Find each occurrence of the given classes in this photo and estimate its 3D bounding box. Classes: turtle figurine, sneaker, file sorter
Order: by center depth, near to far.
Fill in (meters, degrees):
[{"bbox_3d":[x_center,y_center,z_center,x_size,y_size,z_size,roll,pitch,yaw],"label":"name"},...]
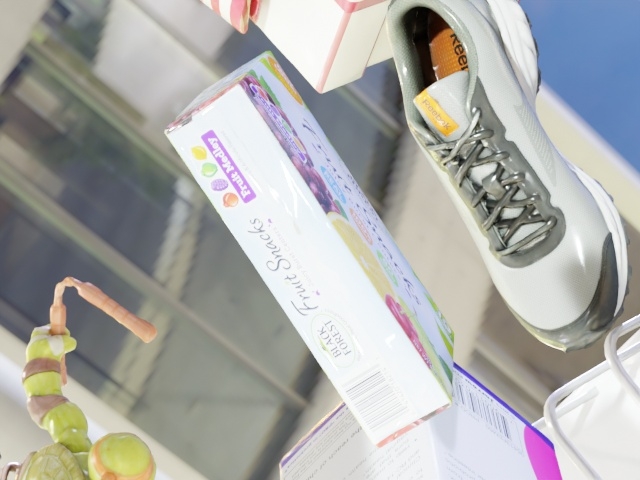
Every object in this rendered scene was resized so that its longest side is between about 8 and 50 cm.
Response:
[{"bbox_3d":[-0.149,0.178,1.089,0.217,0.087,0.270,-46,-116,41],"label":"turtle figurine"},{"bbox_3d":[0.112,-0.050,1.204,0.100,0.108,0.272,-33,-108,31],"label":"sneaker"},{"bbox_3d":[0.206,0.188,1.237,0.173,0.193,0.278,-20,156,-49],"label":"file sorter"}]

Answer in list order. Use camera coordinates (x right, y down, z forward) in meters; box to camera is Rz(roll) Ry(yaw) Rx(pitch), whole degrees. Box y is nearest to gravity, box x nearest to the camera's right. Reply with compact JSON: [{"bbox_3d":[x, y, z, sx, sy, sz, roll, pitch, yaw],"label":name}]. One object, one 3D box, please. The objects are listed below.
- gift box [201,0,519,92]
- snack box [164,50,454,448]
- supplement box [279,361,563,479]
[{"bbox_3d":[0.015,-0.293,1.408,0.258,0.276,0.255,-26,148,-35],"label":"gift box"},{"bbox_3d":[0.000,0.000,0.703,0.037,0.141,0.100,-32,-171,9],"label":"snack box"},{"bbox_3d":[0.057,0.162,0.896,0.114,0.111,0.220,-46,-161,16],"label":"supplement box"}]
